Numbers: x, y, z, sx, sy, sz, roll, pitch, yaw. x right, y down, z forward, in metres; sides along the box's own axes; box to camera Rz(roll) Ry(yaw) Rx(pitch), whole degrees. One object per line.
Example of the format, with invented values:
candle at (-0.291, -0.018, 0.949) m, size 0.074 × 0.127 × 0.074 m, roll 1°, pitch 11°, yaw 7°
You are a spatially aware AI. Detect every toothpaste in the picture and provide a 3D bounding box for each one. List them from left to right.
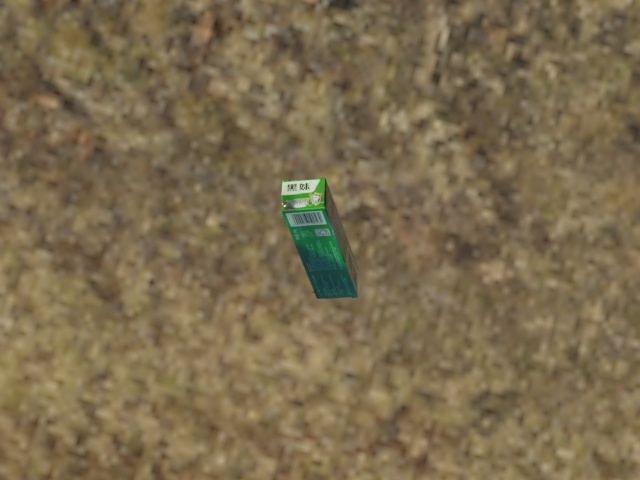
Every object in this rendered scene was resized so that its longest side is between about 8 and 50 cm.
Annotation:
toothpaste at (0.000, 0.000, 0.818) m, size 0.020 × 0.017 × 0.083 m, roll -4°, pitch 151°, yaw 10°
